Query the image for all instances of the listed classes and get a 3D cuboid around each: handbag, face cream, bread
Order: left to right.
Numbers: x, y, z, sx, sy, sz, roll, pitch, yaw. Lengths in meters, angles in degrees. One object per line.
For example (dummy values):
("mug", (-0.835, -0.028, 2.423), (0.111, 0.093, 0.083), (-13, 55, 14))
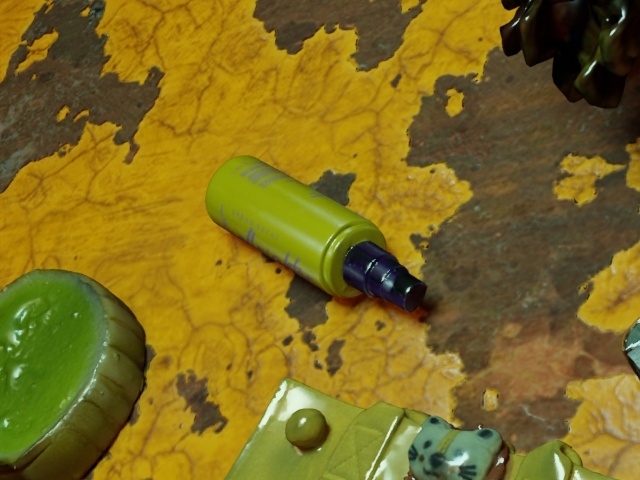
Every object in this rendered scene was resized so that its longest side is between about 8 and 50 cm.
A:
("bread", (-0.282, 0.139, 1.591), (0.236, 0.070, 0.236), (-17, 52, 24))
("face cream", (0.000, 0.000, 1.481), (0.273, 0.078, 0.078), (31, 81, 43))
("handbag", (0.066, 0.266, 1.233), (0.401, 0.133, 0.283), (14, 65, 40))

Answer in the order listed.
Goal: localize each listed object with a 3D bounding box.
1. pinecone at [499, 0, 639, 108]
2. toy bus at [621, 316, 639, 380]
("pinecone", (0.299, -0.280, 1.269), (0.397, 0.398, 0.398), (-18, 52, 25))
("toy bus", (0.347, 0.156, 1.076), (0.143, 0.153, 0.329), (-35, 46, 2))
